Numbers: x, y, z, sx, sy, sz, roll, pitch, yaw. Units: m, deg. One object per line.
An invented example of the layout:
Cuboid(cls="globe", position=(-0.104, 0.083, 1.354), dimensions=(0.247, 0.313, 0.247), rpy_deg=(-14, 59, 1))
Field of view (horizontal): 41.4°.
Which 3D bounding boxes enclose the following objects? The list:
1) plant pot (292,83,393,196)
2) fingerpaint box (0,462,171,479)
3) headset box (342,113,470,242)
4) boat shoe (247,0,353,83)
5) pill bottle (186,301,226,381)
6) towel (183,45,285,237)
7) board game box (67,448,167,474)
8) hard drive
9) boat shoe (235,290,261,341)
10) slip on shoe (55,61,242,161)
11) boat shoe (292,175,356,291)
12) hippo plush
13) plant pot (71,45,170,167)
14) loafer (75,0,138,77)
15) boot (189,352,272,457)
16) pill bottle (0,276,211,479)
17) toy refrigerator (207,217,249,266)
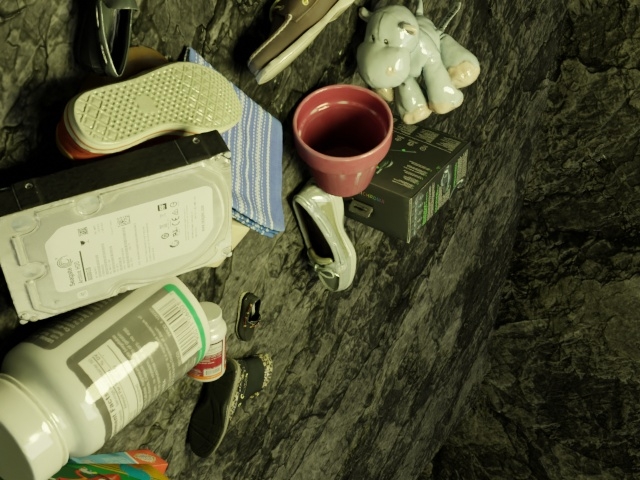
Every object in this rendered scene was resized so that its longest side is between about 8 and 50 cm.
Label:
Cuboid(cls="plant pot", position=(0.047, -0.192, 1.753), dimensions=(0.201, 0.201, 0.180), rpy_deg=(-52, 160, -24))
Cuboid(cls="fingerpaint box", position=(-0.439, 0.610, 1.421), dimensions=(0.444, 0.163, 0.371), rpy_deg=(-64, 151, -2))
Cuboid(cls="headset box", position=(0.165, -0.148, 1.936), dimensions=(0.283, 0.246, 0.131), rpy_deg=(-44, 146, -38))
Cuboid(cls="boat shoe", position=(-0.033, -0.409, 1.527), dimensions=(0.324, 0.097, 0.116), rpy_deg=(-48, -170, -24))
Cuboid(cls="pill bottle", position=(-0.230, 0.200, 1.688), dimensions=(0.086, 0.086, 0.152), rpy_deg=(-35, 141, -45))
Cuboid(cls="towel", position=(-0.145, -0.159, 1.480), dimensions=(0.336, 0.040, 0.243), rpy_deg=(32, 55, -62))
Cuboid(cls="board game box", position=(-0.445, 0.563, 1.623), dimensions=(0.242, 0.064, 0.316), rpy_deg=(20, 94, -64))
Cuboid(cls="hard drive", position=(-0.292, -0.016, 1.221), dimensions=(0.339, 0.064, 0.237), rpy_deg=(-17, 143, -20))
Cuboid(cls="boat shoe", position=(-0.156, 0.173, 1.852), dimensions=(0.049, 0.042, 0.133), rpy_deg=(-37, 144, -47))
Cuboid(cls="slip on shoe", position=(-0.247, -0.186, 1.246), dimensions=(0.331, 0.101, 0.123), rpy_deg=(-25, 91, -47))
Cuboid(cls="boat shoe", position=(0.002, 0.000, 1.921), dimensions=(0.103, 0.118, 0.320), rpy_deg=(-40, 141, -30))
Cuboid(cls="hippo plush", position=(0.204, -0.404, 1.808), dimensions=(0.236, 0.234, 0.294), rpy_deg=(7, 106, -63))
Cuboid(cls="plant pot", position=(-0.291, -0.183, 1.317), dimensions=(0.236, 0.032, 0.236), rpy_deg=(-43, 147, -38))
Cuboid(cls="loafer", position=(-0.280, -0.333, 1.155), dimensions=(0.076, 0.078, 0.223), rpy_deg=(-20, 129, -55))
Cuboid(cls="boot", position=(-0.194, 0.362, 1.892), dimensions=(0.178, 0.085, 0.236), rpy_deg=(-3, 114, -63))
Cuboid(cls="pill bottle", position=(-0.360, 0.205, 1.323), dimensions=(0.361, 0.204, 0.204), rpy_deg=(-39, 144, -41))
Cuboid(cls="toy refrigerator", position=(-0.247, -0.027, 1.443), dimensions=(0.102, 0.094, 0.269), rpy_deg=(-49, 157, 16))
